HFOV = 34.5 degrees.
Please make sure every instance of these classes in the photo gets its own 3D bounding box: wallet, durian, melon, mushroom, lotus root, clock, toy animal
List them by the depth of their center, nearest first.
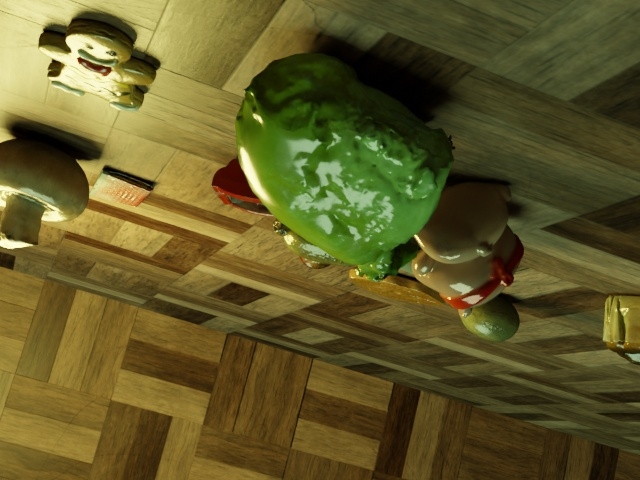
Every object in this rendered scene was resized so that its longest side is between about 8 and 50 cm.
[{"bbox_3d":[0.030,-0.101,1.258,0.339,0.205,0.255,30,147,-23],"label":"durian"},{"bbox_3d":[0.219,0.009,1.522,0.171,0.171,0.198,8,147,26],"label":"toy animal"},{"bbox_3d":[-0.111,-0.084,1.712,0.113,0.061,0.155,13,170,5],"label":"clock"},{"bbox_3d":[-0.527,-0.079,1.860,0.204,0.204,0.204,14,166,3],"label":"mushroom"},{"bbox_3d":[0.000,0.001,1.875,0.182,0.077,0.090,15,157,-11],"label":"lotus root"},{"bbox_3d":[-0.390,-0.099,2.009,0.103,0.020,0.196,19,165,-15],"label":"wallet"},{"bbox_3d":[0.347,0.157,2.111,0.130,0.098,0.098,19,165,-20],"label":"melon"}]

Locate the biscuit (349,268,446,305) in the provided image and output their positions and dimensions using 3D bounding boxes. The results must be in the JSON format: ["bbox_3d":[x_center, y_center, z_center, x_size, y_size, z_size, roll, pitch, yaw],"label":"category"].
[{"bbox_3d":[0.165,0.100,2.209,0.220,0.029,0.142,15,165,-4],"label":"biscuit"}]

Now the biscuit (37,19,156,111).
[{"bbox_3d":[-0.298,-0.231,1.371,0.158,0.035,0.240,14,167,-9],"label":"biscuit"}]

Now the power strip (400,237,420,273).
[{"bbox_3d":[0.128,-0.009,1.606,0.062,0.091,0.385,-3,165,32],"label":"power strip"}]

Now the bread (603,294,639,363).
[{"bbox_3d":[0.631,0.177,1.872,0.209,0.110,0.192,2,163,41],"label":"bread"}]

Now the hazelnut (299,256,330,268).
[{"bbox_3d":[-0.004,0.015,1.962,0.086,0.086,0.086,14,166,3],"label":"hazelnut"}]
